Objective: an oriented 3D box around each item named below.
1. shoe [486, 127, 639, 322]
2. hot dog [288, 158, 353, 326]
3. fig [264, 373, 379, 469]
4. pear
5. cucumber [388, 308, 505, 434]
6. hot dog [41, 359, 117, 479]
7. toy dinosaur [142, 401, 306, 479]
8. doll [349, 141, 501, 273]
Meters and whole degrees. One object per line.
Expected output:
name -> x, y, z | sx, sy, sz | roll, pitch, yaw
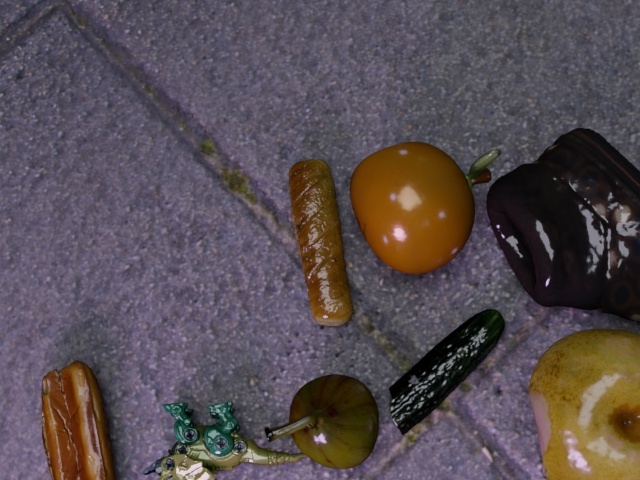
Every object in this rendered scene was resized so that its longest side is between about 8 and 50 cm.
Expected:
shoe -> 0.423, 0.024, 1.816 | 0.237, 0.171, 0.384 | -36, 71, -9
hot dog -> 0.002, 0.001, 1.951 | 0.088, 0.061, 0.285 | -12, 75, -6
fig -> 0.012, 0.264, 1.813 | 0.148, 0.186, 0.142 | 6, 68, 12
pear -> 0.412, 0.252, 1.720 | 0.271, 0.271, 0.271 | -2, 75, 8
cucumber -> 0.194, 0.197, 1.862 | 0.241, 0.074, 0.074 | -42, 73, -7
hot dog -> -0.388, 0.328, 1.916 | 0.115, 0.072, 0.269 | -12, 75, 5
toy dinosaur -> -0.152, 0.321, 1.877 | 0.259, 0.094, 0.153 | -10, 74, -2
doll -> 0.171, -0.061, 1.860 | 0.236, 0.213, 0.213 | -22, 73, 1
